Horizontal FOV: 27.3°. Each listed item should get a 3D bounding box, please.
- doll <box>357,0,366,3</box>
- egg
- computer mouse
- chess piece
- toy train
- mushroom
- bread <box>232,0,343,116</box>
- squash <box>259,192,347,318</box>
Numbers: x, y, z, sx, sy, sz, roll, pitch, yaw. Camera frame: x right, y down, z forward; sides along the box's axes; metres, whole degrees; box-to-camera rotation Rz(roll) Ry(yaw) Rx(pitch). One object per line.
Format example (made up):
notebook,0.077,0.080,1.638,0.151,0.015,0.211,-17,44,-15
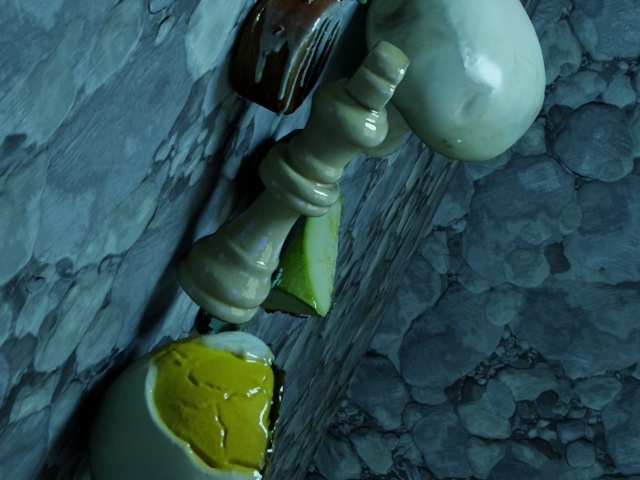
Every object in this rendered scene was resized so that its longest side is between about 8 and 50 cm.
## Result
doll,0.058,-0.334,1.624,0.113,0.077,0.078,-39,147,-65
egg,-0.191,0.253,1.651,0.337,0.201,0.337,-58,-164,27
computer mouse,-0.049,-0.072,1.774,0.137,0.086,0.269,-62,178,-22
chess piece,-0.022,-0.074,1.587,0.397,0.117,0.117,-51,174,23
toy train,-0.117,0.086,1.926,0.172,0.070,0.099,-56,178,-22
mushroom,0.199,-0.249,1.921,0.315,0.315,0.356,-57,161,-21
bread,-0.035,-0.221,1.497,0.160,0.073,0.160,-56,168,-19
squash,0.000,0.000,2.121,0.169,0.093,0.252,4,-126,52
